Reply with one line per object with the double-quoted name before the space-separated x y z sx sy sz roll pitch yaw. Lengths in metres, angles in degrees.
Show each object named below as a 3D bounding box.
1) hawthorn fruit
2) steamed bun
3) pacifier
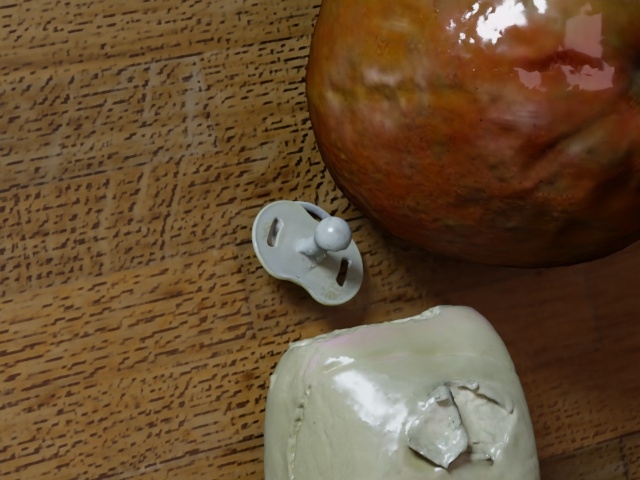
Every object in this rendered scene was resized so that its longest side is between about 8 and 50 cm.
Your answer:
"hawthorn fruit" 0.146 -0.113 1.181 0.277 0.298 0.277 -4 98 -32
"steamed bun" 0.062 0.161 1.197 0.170 0.152 0.239 -6 85 -23
"pacifier" 0.000 0.000 1.234 0.083 0.064 0.068 31 56 -19
